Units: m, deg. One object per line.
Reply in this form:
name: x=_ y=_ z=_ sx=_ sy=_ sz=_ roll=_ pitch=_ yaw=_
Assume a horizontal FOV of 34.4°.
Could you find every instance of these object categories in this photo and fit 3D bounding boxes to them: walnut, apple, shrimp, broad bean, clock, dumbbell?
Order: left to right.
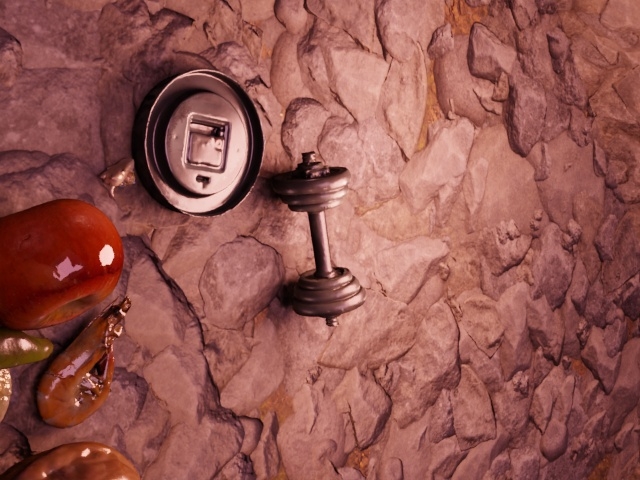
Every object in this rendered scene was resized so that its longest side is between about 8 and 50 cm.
broad bean: x=-0.580 y=0.191 z=1.792 sx=0.339 sy=0.061 sz=0.077 roll=-7 pitch=70 yaw=-61
apple: x=-0.483 y=0.036 z=1.830 sx=0.272 sy=0.251 sz=0.206 roll=-22 pitch=82 yaw=-30
walnut: x=-0.460 y=0.517 z=1.860 sx=0.344 sy=0.306 sz=0.306 roll=-32 pitch=116 yaw=-37
shrimp: x=-0.440 y=0.241 z=2.014 sx=0.287 sy=0.063 sz=0.152 roll=-54 pitch=129 yaw=-22
clock: x=-0.250 y=-0.202 z=2.147 sx=0.313 sy=0.061 sz=0.312 roll=-6 pitch=99 yaw=-43
dumbbell: x=0.000 y=0.000 z=2.328 sx=0.179 sy=0.179 sz=0.406 roll=-20 pitch=107 yaw=-41

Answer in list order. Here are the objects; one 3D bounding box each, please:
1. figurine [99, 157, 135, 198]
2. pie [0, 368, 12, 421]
figurine: x=-0.395 y=-0.124 z=2.036 sx=0.083 sy=0.047 sz=0.050 roll=-43 pitch=137 yaw=-40
pie: x=-0.687 y=0.262 z=1.771 sx=0.338 sy=0.075 sz=0.337 roll=-7 pitch=100 yaw=-45
